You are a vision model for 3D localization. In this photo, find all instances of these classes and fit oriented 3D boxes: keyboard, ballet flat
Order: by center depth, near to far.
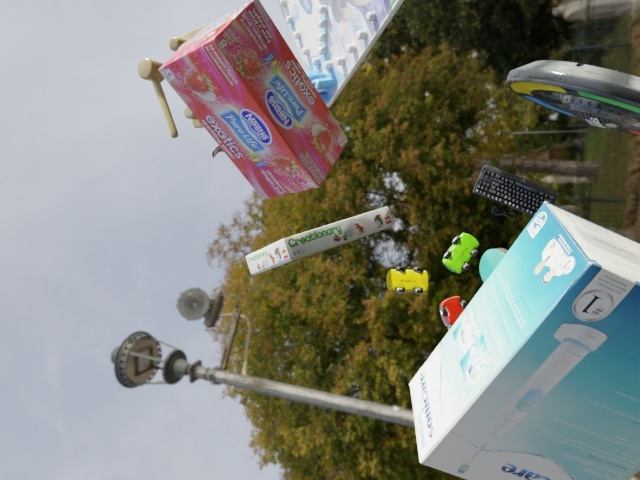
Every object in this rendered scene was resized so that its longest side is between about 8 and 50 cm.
[{"bbox_3d":[0.280,0.059,0.710,0.203,0.074,0.074,-87,-3,-81],"label":"ballet flat"},{"bbox_3d":[0.451,-0.098,1.213,0.023,0.180,0.108,-33,-37,-52],"label":"keyboard"}]

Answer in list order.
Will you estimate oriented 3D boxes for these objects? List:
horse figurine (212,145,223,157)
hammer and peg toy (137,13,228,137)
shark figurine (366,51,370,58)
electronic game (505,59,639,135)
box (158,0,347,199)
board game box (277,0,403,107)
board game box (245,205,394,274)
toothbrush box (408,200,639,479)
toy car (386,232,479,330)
[{"bbox_3d":[-0.177,-0.295,1.428,0.174,0.263,0.066,-4,-101,-67],"label":"horse figurine"},{"bbox_3d":[-0.309,-0.438,1.404,0.127,0.361,0.265,-21,-80,-62],"label":"hammer and peg toy"},{"bbox_3d":[0.083,-0.556,1.503,0.116,0.278,0.166,50,-167,3],"label":"shark figurine"},{"bbox_3d":[0.336,-0.162,0.616,0.229,0.229,0.048,-8,-60,-63],"label":"electronic game"},{"bbox_3d":[-0.090,-0.198,0.764,0.257,0.128,0.122,53,-131,-31],"label":"box"},{"bbox_3d":[-0.006,-0.484,0.850,0.050,0.390,0.389,-16,-102,-26],"label":"board game box"},{"bbox_3d":[0.000,0.000,1.209,0.305,0.193,0.053,-18,-93,-35],"label":"board game box"},{"bbox_3d":[0.264,0.141,0.558,0.126,0.216,0.295,-84,18,-61],"label":"toothbrush box"},{"bbox_3d":[0.296,0.084,1.215,0.225,0.239,0.053,-54,-2,-12],"label":"toy car"}]
